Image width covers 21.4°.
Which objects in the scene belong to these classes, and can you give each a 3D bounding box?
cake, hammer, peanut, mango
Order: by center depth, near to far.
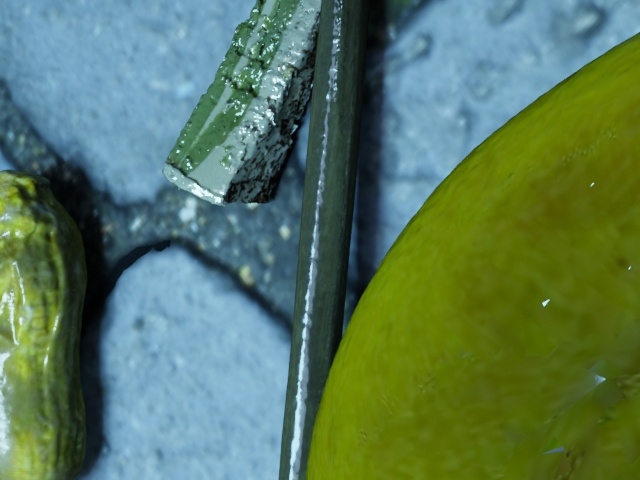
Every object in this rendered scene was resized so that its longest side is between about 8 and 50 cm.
[{"bbox_3d":[0.164,0.075,0.727,0.301,0.220,0.445,52,127,9],"label":"mango"},{"bbox_3d":[0.000,0.000,0.888,0.043,0.111,0.365,5,92,29],"label":"hammer"},{"bbox_3d":[-0.031,-0.082,0.931,0.051,0.055,0.140,29,92,27],"label":"cake"},{"bbox_3d":[-0.181,0.060,1.001,0.087,0.087,0.207,5,100,31],"label":"peanut"}]
